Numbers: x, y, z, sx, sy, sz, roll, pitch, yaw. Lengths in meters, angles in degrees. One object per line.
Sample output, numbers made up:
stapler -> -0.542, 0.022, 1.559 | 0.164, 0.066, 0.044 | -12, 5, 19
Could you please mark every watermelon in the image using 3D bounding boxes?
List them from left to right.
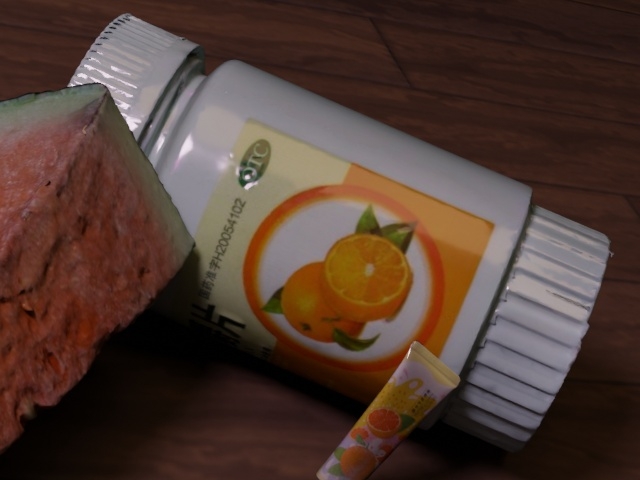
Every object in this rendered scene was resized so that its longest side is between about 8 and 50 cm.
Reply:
watermelon -> -0.189, 0.044, 0.793 | 0.192, 0.140, 0.257 | -19, 26, 17

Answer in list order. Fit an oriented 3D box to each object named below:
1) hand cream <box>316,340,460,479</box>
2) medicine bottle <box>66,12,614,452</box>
hand cream -> 0.031, 0.102, 0.889 | 0.035, 0.102, 0.022 | 41, 1, -8
medicine bottle -> 0.000, 0.000, 0.966 | 0.318, 0.158, 0.158 | 23, 31, 2
